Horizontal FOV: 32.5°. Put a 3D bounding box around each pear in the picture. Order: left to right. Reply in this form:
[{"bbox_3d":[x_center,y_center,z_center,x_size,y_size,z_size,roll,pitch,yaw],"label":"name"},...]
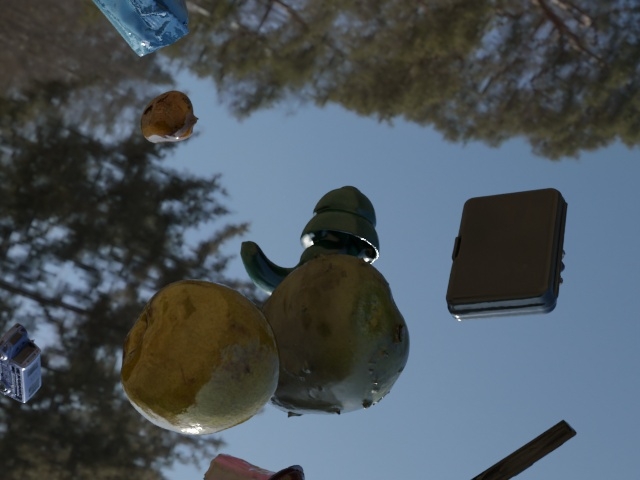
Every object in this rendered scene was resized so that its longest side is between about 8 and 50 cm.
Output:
[{"bbox_3d":[-0.152,0.156,1.432,0.209,0.209,0.208,-38,-140,40],"label":"pear"}]

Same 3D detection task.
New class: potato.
[{"bbox_3d":[0.004,0.186,1.893,0.359,0.219,0.269,-45,-113,47],"label":"potato"}]

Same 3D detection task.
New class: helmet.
[{"bbox_3d":[-0.049,0.399,1.676,0.057,0.089,0.111,52,-31,31],"label":"helmet"}]

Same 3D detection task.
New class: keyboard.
[{"bbox_3d":[0.239,0.267,1.327,0.155,0.010,0.053,-34,-172,3],"label":"keyboard"}]

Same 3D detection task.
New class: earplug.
[{"bbox_3d":[-0.004,0.002,2.269,0.164,0.258,0.280,79,29,-60],"label":"earplug"}]

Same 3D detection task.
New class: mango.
[{"bbox_3d":[-0.238,-0.186,1.685,0.127,0.063,0.077,-16,-106,51],"label":"mango"}]

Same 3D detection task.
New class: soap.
[{"bbox_3d":[-0.226,-0.339,1.255,0.077,0.156,0.293,-28,-136,13],"label":"soap"}]

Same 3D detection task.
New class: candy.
[{"bbox_3d":[-0.095,0.504,2.005,0.116,0.265,0.155,8,101,-74],"label":"candy"}]

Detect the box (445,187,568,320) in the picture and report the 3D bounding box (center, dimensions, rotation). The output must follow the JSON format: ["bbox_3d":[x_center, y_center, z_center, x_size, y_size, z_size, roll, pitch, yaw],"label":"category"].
[{"bbox_3d":[0.274,0.017,1.603,0.160,0.050,0.230,-7,-138,24],"label":"box"}]

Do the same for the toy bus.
[{"bbox_3d":[-0.585,0.238,2.135,0.073,0.076,0.167,-51,163,-39],"label":"toy bus"}]

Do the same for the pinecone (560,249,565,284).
[{"bbox_3d":[0.327,0.030,1.808,0.174,0.174,0.173,-38,-140,40],"label":"pinecone"}]
